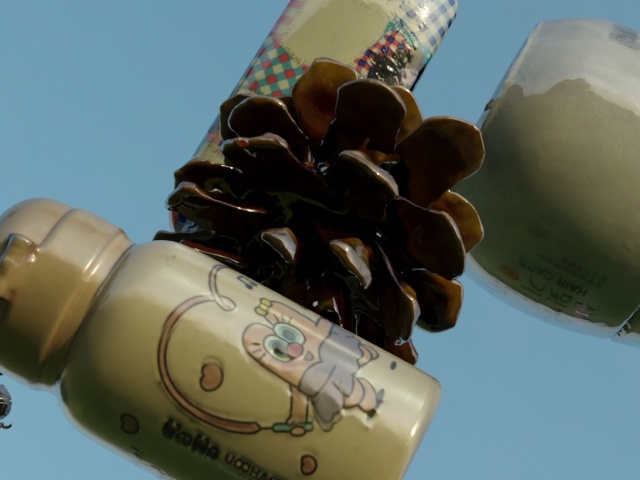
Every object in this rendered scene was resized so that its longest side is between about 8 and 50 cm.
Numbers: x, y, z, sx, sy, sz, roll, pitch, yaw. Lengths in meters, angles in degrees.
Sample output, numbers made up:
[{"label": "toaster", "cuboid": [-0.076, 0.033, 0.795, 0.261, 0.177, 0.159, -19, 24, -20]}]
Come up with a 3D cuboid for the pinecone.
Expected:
[{"label": "pinecone", "cuboid": [-0.001, 0.000, 1.047, 0.202, 0.201, 0.229, 18, -74, 26]}]

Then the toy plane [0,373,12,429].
[{"label": "toy plane", "cuboid": [-0.403, 0.177, 1.823, 0.197, 0.053, 0.078, -2, -94, 52]}]

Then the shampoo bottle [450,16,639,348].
[{"label": "shampoo bottle", "cuboid": [0.258, -0.048, 1.422, 0.266, 0.273, 0.273, 29, -51, 4]}]

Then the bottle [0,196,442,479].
[{"label": "bottle", "cuboid": [-0.059, 0.057, 0.700, 0.209, 0.097, 0.110, 29, -10, 4]}]

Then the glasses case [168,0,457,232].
[{"label": "glasses case", "cuboid": [-0.003, -0.109, 1.266, 0.125, 0.327, 0.076, 30, -18, 1]}]
